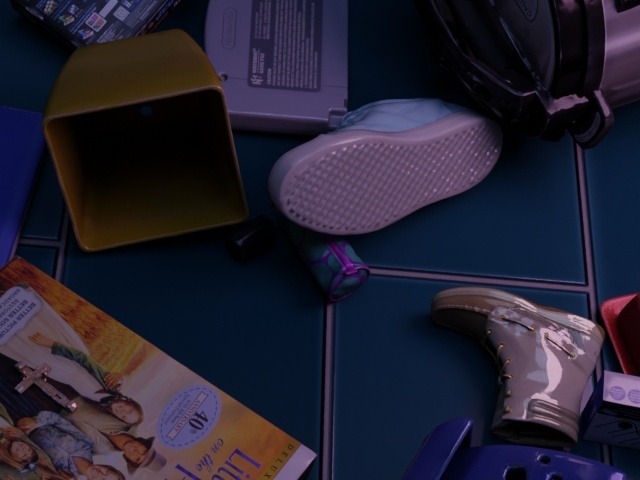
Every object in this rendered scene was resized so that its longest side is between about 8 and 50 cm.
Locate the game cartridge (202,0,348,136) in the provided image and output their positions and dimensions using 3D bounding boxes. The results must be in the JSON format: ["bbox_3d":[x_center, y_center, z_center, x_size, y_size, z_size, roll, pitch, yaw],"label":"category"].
[{"bbox_3d":[-0.061,-0.268,2.073,0.198,0.062,0.297,2,56,-1],"label":"game cartridge"}]

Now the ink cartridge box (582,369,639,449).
[{"bbox_3d":[0.420,0.212,1.785,0.207,0.097,0.046,10,54,-1],"label":"ink cartridge box"}]

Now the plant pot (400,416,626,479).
[{"bbox_3d":[0.166,0.341,1.588,0.212,0.236,0.236,25,55,17],"label":"plant pot"}]

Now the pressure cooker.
[{"bbox_3d":[0.324,-0.333,1.987,0.420,0.375,0.370,-19,30,-19],"label":"pressure cooker"}]

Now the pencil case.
[{"bbox_3d":[0.000,0.000,1.888,0.064,0.070,0.151,-23,63,-22],"label":"pencil case"}]

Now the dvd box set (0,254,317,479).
[{"bbox_3d":[-0.257,0.226,1.624,0.420,0.062,0.307,33,49,12],"label":"dvd box set"}]

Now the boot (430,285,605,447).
[{"bbox_3d":[0.219,0.151,1.815,0.213,0.077,0.165,15,61,9],"label":"boot"}]

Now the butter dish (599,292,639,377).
[{"bbox_3d":[0.444,0.106,1.848,0.160,0.118,0.159,-8,58,-13],"label":"butter dish"}]

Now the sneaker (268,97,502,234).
[{"bbox_3d":[0.056,-0.102,1.913,0.366,0.135,0.150,-12,29,-41],"label":"sneaker"}]

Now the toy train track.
[{"bbox_3d":[-0.292,0.154,1.624,0.083,0.014,0.048,36,50,14],"label":"toy train track"}]

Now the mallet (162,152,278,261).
[{"bbox_3d":[-0.127,-0.053,1.930,0.062,0.039,0.189,-27,60,-22],"label":"mallet"}]

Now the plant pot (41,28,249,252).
[{"bbox_3d":[-0.217,-0.141,1.866,0.212,0.212,0.187,-11,43,-2],"label":"plant pot"}]

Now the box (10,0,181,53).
[{"bbox_3d":[-0.281,-0.350,2.046,0.175,0.051,0.220,37,78,8],"label":"box"}]

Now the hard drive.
[{"bbox_3d":[-0.469,-0.040,1.866,0.210,0.040,0.318,10,55,0],"label":"hard drive"}]
